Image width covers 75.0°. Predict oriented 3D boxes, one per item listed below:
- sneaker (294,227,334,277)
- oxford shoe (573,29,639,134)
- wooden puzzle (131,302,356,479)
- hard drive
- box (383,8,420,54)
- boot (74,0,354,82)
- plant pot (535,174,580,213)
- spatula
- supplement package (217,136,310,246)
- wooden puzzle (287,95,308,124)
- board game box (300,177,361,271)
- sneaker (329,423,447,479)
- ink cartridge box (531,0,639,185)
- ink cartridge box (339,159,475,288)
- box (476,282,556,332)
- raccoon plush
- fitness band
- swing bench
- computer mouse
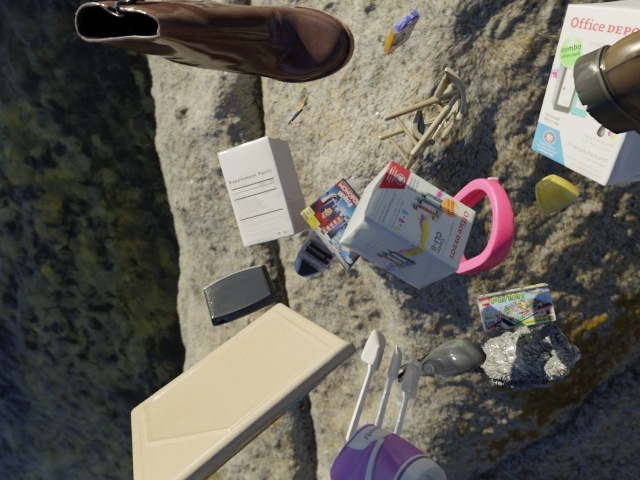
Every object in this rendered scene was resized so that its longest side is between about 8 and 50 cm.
[{"bbox_3d":[0.000,0.000,1.385,0.110,0.292,0.118,42,155,-20],"label":"sneaker"},{"bbox_3d":[0.336,-0.120,0.363,0.227,0.083,0.096,9,165,-26],"label":"oxford shoe"},{"bbox_3d":[-0.092,0.159,0.443,0.044,0.220,0.238,60,160,-12],"label":"wooden puzzle"},{"bbox_3d":[-0.302,0.195,1.537,0.254,0.172,0.054,-22,153,-2],"label":"hard drive"},{"bbox_3d":[0.223,-0.575,1.148,0.081,0.136,0.028,-39,88,-5],"label":"box"},{"bbox_3d":[-0.105,-0.223,0.469,0.248,0.207,0.090,14,117,19],"label":"boot"},{"bbox_3d":[0.802,-0.169,1.440,0.134,0.134,0.095,-36,97,31],"label":"plant pot"},{"bbox_3d":[0.133,0.330,0.880,0.168,0.242,0.019,41,145,-22],"label":"spatula"},{"bbox_3d":[-0.167,-0.151,1.292,0.175,0.177,0.293,-13,96,17],"label":"supplement package"},{"bbox_3d":[-0.059,-0.348,1.120,0.014,0.116,0.078,36,132,-16],"label":"wooden puzzle"},{"bbox_3d":[0.085,-0.054,1.081,0.194,0.060,0.194,-39,84,3],"label":"board game box"},{"bbox_3d":[0.071,0.390,0.553,0.161,0.102,0.282,11,89,55],"label":"sneaker"},{"bbox_3d":[0.554,-0.271,0.745,0.197,0.198,0.270,-10,123,-12],"label":"ink cartridge box"},{"bbox_3d":[0.150,-0.022,0.727,0.176,0.128,0.127,30,154,-7],"label":"ink cartridge box"},{"bbox_3d":[0.604,0.209,1.294,0.206,0.036,0.114,-14,91,12],"label":"box"},{"bbox_3d":[0.629,0.418,1.405,0.446,0.299,0.216,-23,67,7],"label":"raccoon plush"},{"bbox_3d":[0.370,-0.029,0.997,0.054,0.291,0.209,5,75,-3],"label":"fitness band"},{"bbox_3d":[0.345,-0.383,1.368,0.254,0.253,0.165,-36,85,4],"label":"swing bench"},{"bbox_3d":[0.333,0.321,1.151,0.272,0.188,0.072,-38,73,59],"label":"computer mouse"}]
